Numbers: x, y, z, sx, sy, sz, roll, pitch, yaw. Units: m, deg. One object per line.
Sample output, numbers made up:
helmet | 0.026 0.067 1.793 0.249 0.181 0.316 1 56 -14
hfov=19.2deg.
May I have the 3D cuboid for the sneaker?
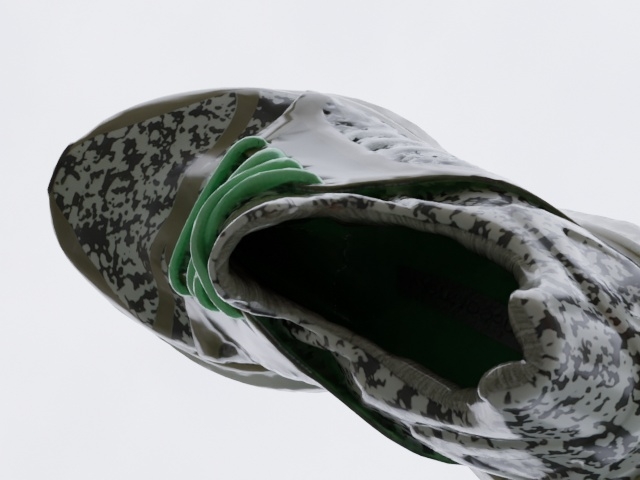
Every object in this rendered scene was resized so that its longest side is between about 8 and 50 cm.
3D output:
sneaker | 0.000 0.000 0.827 0.410 0.182 0.158 18 -95 40
